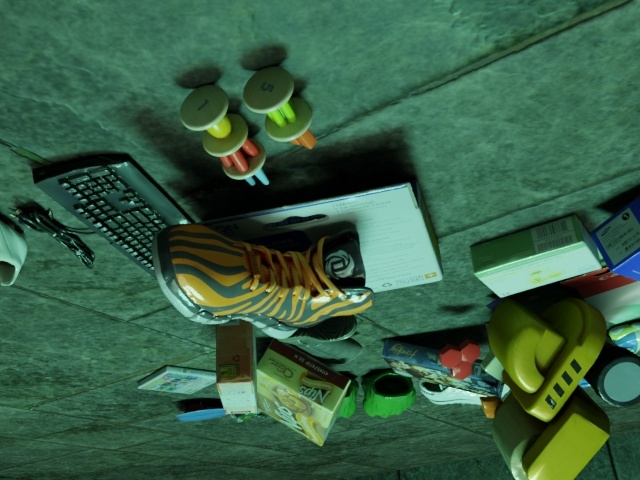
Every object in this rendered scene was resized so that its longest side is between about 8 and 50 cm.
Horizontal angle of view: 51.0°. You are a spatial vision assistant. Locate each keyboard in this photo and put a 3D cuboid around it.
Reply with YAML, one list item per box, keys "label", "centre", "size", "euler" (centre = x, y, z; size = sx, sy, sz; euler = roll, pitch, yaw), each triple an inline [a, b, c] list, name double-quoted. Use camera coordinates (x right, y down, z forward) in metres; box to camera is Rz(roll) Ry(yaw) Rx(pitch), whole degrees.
- label: "keyboard"
  centre: [-0.277, -0.009, 0.907]
  size: [0.201, 0.033, 0.317]
  euler: [-10, 152, 12]

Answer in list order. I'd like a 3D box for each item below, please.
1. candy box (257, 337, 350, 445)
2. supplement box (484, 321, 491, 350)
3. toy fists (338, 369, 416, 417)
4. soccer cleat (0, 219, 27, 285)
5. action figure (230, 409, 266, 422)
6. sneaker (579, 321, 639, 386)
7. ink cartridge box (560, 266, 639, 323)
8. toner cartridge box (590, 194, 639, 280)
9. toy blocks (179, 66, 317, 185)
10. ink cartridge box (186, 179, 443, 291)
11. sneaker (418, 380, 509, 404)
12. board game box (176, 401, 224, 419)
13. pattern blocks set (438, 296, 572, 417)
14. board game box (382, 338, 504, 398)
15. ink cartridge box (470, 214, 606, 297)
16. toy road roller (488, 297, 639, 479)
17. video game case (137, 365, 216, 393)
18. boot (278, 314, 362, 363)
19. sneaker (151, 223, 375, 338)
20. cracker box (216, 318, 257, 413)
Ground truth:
- label: "candy box"
  centre: [-0.046, 0.342, 1.481]
  size: [0.183, 0.087, 0.316]
  euler: [28, 154, 11]
- label: "supplement box"
  centre: [0.376, 0.204, 1.370]
  size: [0.043, 0.083, 0.055]
  euler: [19, 145, -38]
- label: "toy fists"
  centre: [0.100, 0.387, 1.685]
  size: [0.279, 0.096, 0.142]
  euler: [-2, 141, -2]
- label: "soccer cleat"
  centre: [-0.430, -0.009, 0.830]
  size: [0.068, 0.076, 0.196]
  euler: [-9, 153, 9]
- label: "action figure"
  centre: [-0.192, 0.461, 1.825]
  size: [0.137, 0.063, 0.232]
  euler: [3, 156, -22]
- label: "sneaker"
  centre: [0.656, 0.268, 1.495]
  size: [0.091, 0.126, 0.240]
  euler: [16, 147, -35]
- label: "ink cartridge box"
  centre: [0.560, 0.087, 1.187]
  size: [0.181, 0.056, 0.224]
  euler: [-27, 152, 37]
- label: "toner cartridge box"
  centre: [0.576, 0.006, 0.988]
  size: [0.348, 0.075, 0.165]
  euler: [15, 137, -33]
- label: "toy blocks"
  centre: [-0.060, -0.109, 0.714]
  size: [0.123, 0.054, 0.148]
  euler: [-11, 153, 14]
- label: "ink cartridge box"
  centre: [0.000, 0.000, 0.932]
  size: [0.303, 0.072, 0.307]
  euler: [-10, 150, 13]
- label: "sneaker"
  centre: [0.365, 0.360, 1.688]
  size: [0.235, 0.090, 0.095]
  euler: [-18, 141, 21]
- label: "board game box"
  centre: [-0.322, 0.463, 1.838]
  size: [0.133, 0.033, 0.169]
  euler: [-8, 159, -5]
- label: "pattern blocks set"
  centre: [0.411, 0.230, 1.316]
  size: [0.285, 0.026, 0.325]
  euler: [-45, 114, 5]
- label: "board game box"
  centre: [0.268, 0.280, 1.455]
  size: [0.243, 0.042, 0.165]
  euler: [10, 159, 23]
- label: "ink cartridge box"
  centre: [0.367, 0.046, 1.094]
  size: [0.171, 0.056, 0.235]
  euler: [-20, 147, 27]
- label: "toy road roller"
  centre: [0.388, 0.251, 1.204]
  size: [0.240, 0.202, 0.329]
  euler: [30, 100, -8]
- label: "video game case"
  centre: [-0.334, 0.332, 1.587]
  size: [0.143, 0.019, 0.157]
  euler: [16, 148, -35]
- label: "boot"
  centre: [0.028, 0.194, 1.308]
  size: [0.189, 0.076, 0.208]
  euler: [-4, 150, 33]
- label: "sneaker"
  centre: [-0.046, 0.030, 0.809]
  size: [0.180, 0.124, 0.321]
  euler: [-20, 159, 22]
- label: "cracker box"
  centre: [-0.152, 0.216, 1.233]
  size: [0.067, 0.156, 0.232]
  euler: [-2, 153, -4]
